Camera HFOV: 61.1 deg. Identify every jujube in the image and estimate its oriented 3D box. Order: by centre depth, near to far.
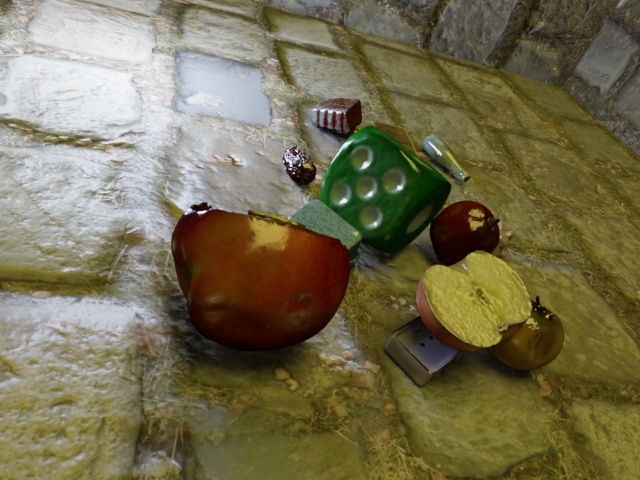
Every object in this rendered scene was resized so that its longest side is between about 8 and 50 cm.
[{"bbox_3d":[-0.077,-0.252,1.849,0.104,0.104,0.166,-3,34,-31],"label":"jujube"}]

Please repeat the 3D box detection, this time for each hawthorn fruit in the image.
[{"bbox_3d":[0.473,-0.021,1.732,0.215,0.250,0.215,21,58,-36],"label":"hawthorn fruit"}]

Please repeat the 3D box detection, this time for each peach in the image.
[{"bbox_3d":[-0.144,0.088,1.219,0.406,0.310,0.335,14,-1,-30],"label":"peach"}]

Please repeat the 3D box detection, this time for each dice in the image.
[{"bbox_3d":[0.195,-0.152,1.649,0.300,0.287,0.297,41,19,21],"label":"dice"}]

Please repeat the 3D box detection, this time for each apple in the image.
[{"bbox_3d":[0.376,0.178,1.392,0.293,0.163,0.251,-16,60,-24],"label":"apple"}]

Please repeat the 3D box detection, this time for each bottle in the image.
[{"bbox_3d":[0.536,-0.343,2.298,0.083,0.083,0.269,-9,51,-36],"label":"bottle"}]

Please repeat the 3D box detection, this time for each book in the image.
[{"bbox_3d":[0.321,-0.437,2.344,0.170,0.018,0.241,9,40,-19],"label":"book"}]

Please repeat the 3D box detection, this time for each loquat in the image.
[{"bbox_3d":[0.558,0.254,1.485,0.213,0.213,0.213,15,38,-12],"label":"loquat"}]

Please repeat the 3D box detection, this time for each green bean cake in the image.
[{"bbox_3d":[0.088,-0.510,2.204,0.199,0.097,0.233,15,31,29],"label":"green bean cake"}]

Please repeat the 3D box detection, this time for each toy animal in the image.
[{"bbox_3d":[0.610,0.010,1.899,0.124,0.124,0.212,40,31,21],"label":"toy animal"}]

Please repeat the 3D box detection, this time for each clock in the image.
[{"bbox_3d":[0.279,0.277,1.412,0.192,0.071,0.147,-20,55,-43],"label":"clock"}]

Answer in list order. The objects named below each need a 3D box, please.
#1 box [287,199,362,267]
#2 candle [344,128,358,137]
[{"bbox_3d":[0.000,0.000,1.549,0.227,0.130,0.162,39,51,16],"label":"box"},{"bbox_3d":[0.229,-0.362,2.177,0.329,0.051,0.048,38,13,17],"label":"candle"}]
